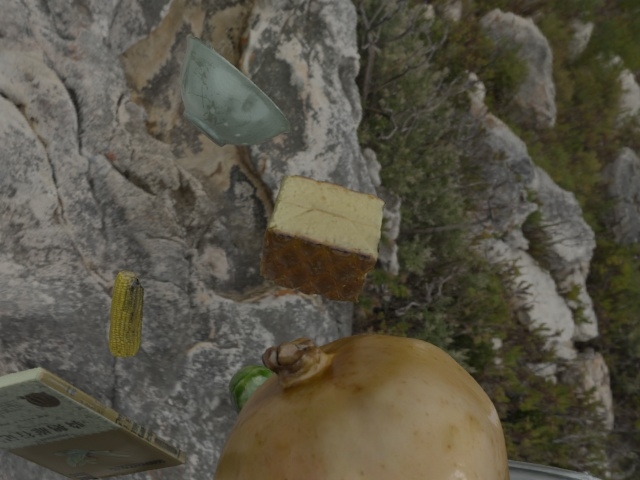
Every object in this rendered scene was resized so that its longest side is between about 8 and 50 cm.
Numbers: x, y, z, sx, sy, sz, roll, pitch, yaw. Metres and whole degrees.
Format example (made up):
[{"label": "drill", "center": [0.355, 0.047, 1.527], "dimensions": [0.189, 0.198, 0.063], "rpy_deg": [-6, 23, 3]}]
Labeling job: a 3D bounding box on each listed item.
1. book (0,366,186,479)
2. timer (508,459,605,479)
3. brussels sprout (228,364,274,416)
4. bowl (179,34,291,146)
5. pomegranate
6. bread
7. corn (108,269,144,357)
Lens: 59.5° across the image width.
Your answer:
[{"label": "book", "center": [-0.367, 0.275, 0.794], "dimensions": [0.310, 0.217, 0.021], "rpy_deg": [57, 24, -44]}, {"label": "timer", "center": [0.433, 0.482, 1.083], "dimensions": [0.237, 0.262, 0.087], "rpy_deg": [38, 57, -50]}, {"label": "brussels sprout", "center": [-0.122, 0.331, 1.198], "dimensions": [0.155, 0.155, 0.117], "rpy_deg": [9, 114, -33]}, {"label": "bowl", "center": [-0.230, -0.309, 1.308], "dimensions": [0.313, 0.313, 0.146], "rpy_deg": [41, 89, -23]}, {"label": "pomegranate", "center": [0.047, 0.298, 0.745], "dimensions": [0.412, 0.411, 0.411], "rpy_deg": [5, 81, -33]}, {"label": "bread", "center": [0.000, 0.000, 1.449], "dimensions": [0.279, 0.279, 0.207], "rpy_deg": [13, 59, 0]}, {"label": "corn", "center": [-0.422, 0.163, 1.219], "dimensions": [0.072, 0.072, 0.203], "rpy_deg": [-3, 113, -34]}]
